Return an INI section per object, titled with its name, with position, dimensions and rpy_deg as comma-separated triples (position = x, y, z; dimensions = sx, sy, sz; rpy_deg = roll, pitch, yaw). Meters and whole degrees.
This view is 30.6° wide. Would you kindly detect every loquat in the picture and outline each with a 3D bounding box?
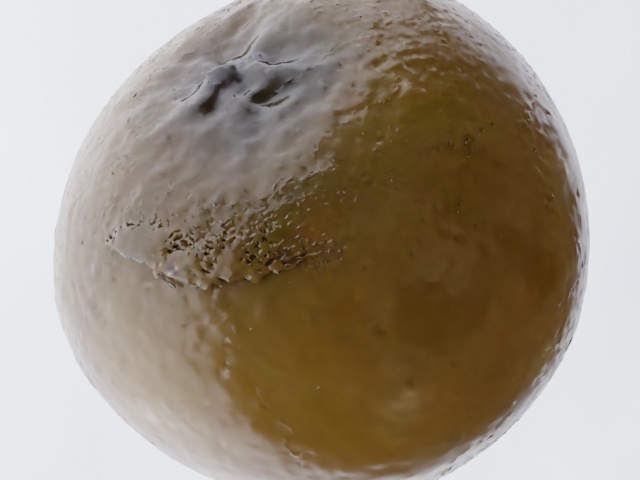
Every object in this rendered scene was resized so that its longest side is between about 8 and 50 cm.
[loquat]
position = 0.000, 0.000, 0.577
dimensions = 0.263, 0.263, 0.263
rpy_deg = -9, -74, -36
